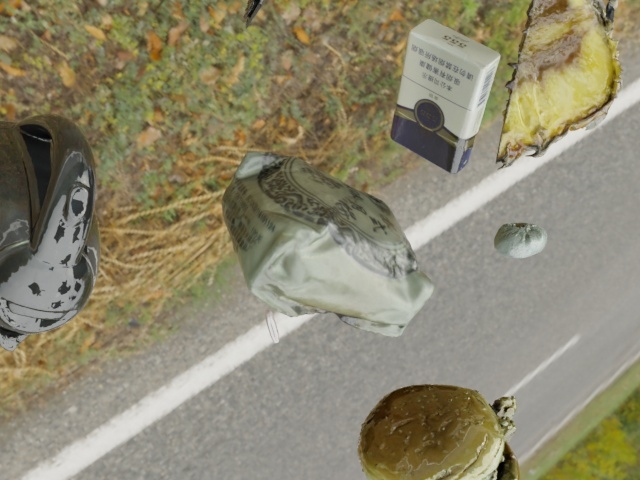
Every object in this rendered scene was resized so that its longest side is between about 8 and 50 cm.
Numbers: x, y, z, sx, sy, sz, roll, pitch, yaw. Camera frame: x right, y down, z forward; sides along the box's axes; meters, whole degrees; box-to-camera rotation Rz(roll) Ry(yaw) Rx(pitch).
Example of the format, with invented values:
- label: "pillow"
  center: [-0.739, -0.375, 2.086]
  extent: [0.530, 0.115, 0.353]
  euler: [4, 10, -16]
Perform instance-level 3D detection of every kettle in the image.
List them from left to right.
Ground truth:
- label: "kettle"
  center: [-0.354, -0.028, 0.903]
  extent: [0.207, 0.290, 0.268]
  euler: [14, 108, -37]

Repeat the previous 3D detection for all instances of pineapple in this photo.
- label: "pineapple"
  center: [0.355, -0.257, 1.091]
  extent: [0.161, 0.158, 0.334]
  euler: [14, 84, -77]

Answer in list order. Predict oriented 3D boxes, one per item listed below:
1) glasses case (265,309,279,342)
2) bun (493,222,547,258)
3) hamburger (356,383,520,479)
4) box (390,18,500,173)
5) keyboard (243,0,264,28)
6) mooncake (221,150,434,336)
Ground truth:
- label: "glasses case"
  center: [-0.112, 0.200, 1.737]
  extent: [0.021, 0.032, 0.083]
  euler: [-14, 114, -1]
- label: "bun"
  center: [0.297, -0.004, 1.117]
  extent: [0.083, 0.083, 0.045]
  euler: [-24, 114, -35]
- label: "hamburger"
  center: [0.126, 0.209, 0.744]
  extent: [0.185, 0.159, 0.131]
  euler: [-32, 113, -17]
- label: "box"
  center: [0.229, -0.268, 1.428]
  extent: [0.071, 0.168, 0.259]
  euler: [-39, 151, -35]
- label: "keyboard"
  center: [-0.052, -0.331, 0.814]
  extent: [0.015, 0.074, 0.196]
  euler: [19, 77, -21]
- label: "mooncake"
  center: [0.003, -0.005, 0.964]
  extent: [0.250, 0.254, 0.136]
  euler: [21, 111, -36]
